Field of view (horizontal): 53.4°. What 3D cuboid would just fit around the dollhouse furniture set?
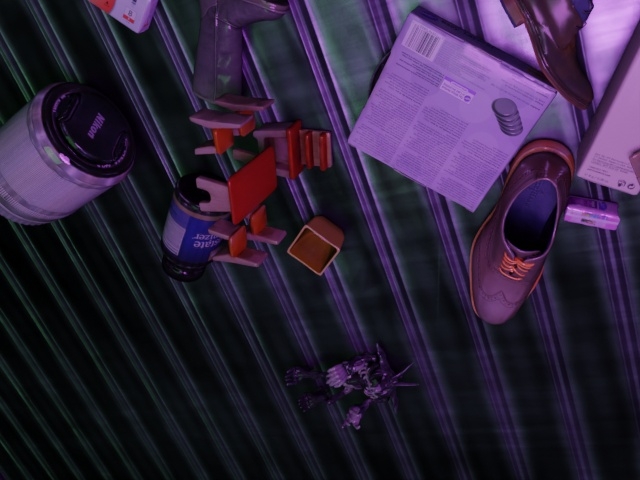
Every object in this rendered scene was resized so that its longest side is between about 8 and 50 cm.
[{"bbox_3d":[-0.090,-0.120,1.091,0.135,0.259,0.262,10,124,21],"label":"dollhouse furniture set"}]

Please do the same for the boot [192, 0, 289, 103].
[{"bbox_3d":[-0.145,-0.330,1.100,0.189,0.076,0.208,24,121,25],"label":"boot"}]

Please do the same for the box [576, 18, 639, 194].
[{"bbox_3d":[0.460,-0.212,0.892,0.094,0.113,0.275,21,127,10],"label":"box"}]

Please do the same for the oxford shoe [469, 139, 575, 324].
[{"bbox_3d":[0.322,0.015,1.076,0.130,0.133,0.364,15,125,14],"label":"oxford shoe"}]

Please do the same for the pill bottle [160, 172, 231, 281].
[{"bbox_3d":[-0.260,-0.021,1.310,0.123,0.123,0.219,29,127,5],"label":"pill bottle"}]

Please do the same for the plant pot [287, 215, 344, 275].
[{"bbox_3d":[0.000,0.000,1.236,0.081,0.083,0.081,36,127,0],"label":"plant pot"}]

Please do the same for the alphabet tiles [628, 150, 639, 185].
[{"bbox_3d":[0.574,-0.113,0.896,0.237,0.009,0.198,-32,125,14],"label":"alphabet tiles"}]

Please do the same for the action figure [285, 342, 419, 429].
[{"bbox_3d":[0.065,0.320,1.374,0.275,0.141,0.164,-13,102,31],"label":"action figure"}]

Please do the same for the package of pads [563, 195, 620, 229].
[{"bbox_3d":[0.442,-0.046,1.038,0.083,0.050,0.032,12,122,16],"label":"package of pads"}]

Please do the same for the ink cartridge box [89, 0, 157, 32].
[{"bbox_3d":[-0.344,-0.479,1.113,0.145,0.045,0.179,34,129,0],"label":"ink cartridge box"}]

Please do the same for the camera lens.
[{"bbox_3d":[-0.526,-0.169,1.272,0.274,0.219,0.219,-25,108,33],"label":"camera lens"}]

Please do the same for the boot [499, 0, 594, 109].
[{"bbox_3d":[0.354,-0.296,0.903,0.106,0.082,0.219,-31,103,37],"label":"boot"}]

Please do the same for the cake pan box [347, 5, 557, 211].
[{"bbox_3d":[0.201,-0.208,1.032,0.267,0.070,0.246,29,125,4],"label":"cake pan box"}]
